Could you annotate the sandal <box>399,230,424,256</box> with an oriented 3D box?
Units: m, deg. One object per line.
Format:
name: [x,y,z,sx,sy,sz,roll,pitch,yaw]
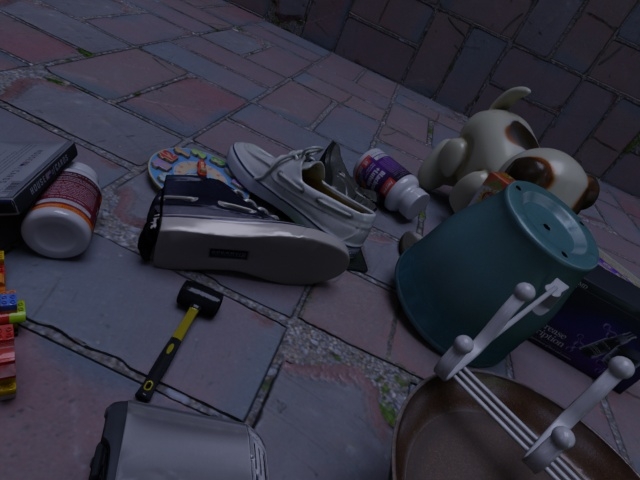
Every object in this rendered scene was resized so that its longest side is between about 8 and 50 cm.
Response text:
sandal: [0.220,0.043,0.943,0.090,0.060,0.219,22,33,-6]

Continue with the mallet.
mallet: [-0.196,0.122,0.582,0.062,0.039,0.189,28,37,1]

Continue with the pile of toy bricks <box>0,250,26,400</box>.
pile of toy bricks: [-0.383,0.064,0.468,0.118,0.105,0.212,-3,42,-37]

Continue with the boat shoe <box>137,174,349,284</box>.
boat shoe: [-0.118,-0.028,0.752,0.341,0.127,0.158,10,43,-22]

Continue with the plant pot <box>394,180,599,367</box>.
plant pot: [0.315,0.045,0.777,0.272,0.255,0.271,17,47,-19]

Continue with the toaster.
toaster: [-0.124,0.248,0.364,0.147,0.129,0.227,14,33,-22]

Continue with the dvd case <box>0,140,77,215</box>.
dvd case: [-0.492,-0.090,0.607,0.239,0.029,0.179,-1,36,-1]

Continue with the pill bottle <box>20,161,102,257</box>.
pill bottle: [-0.375,-0.052,0.655,0.086,0.086,0.152,10,36,-23]

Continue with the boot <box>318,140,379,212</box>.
boot: [0.065,-0.141,1.100,0.161,0.083,0.246,25,38,-13]

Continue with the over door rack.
over door rack: [0.304,0.149,0.479,0.324,0.108,0.239,-11,47,-44]

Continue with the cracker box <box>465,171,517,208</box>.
cracker box: [0.381,-0.012,0.971,0.067,0.232,0.155,-5,44,-40]

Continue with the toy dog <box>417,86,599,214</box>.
toy dog: [0.508,-0.166,1.147,0.285,0.395,0.408,22,23,-22]

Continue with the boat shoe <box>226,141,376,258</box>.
boat shoe: [-0.036,-0.131,0.903,0.367,0.156,0.136,41,28,21]

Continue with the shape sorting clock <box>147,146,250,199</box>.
shape sorting clock: [-0.241,-0.128,0.894,0.206,0.040,0.206,17,34,-12]

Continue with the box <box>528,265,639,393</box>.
box: [0.536,0.155,0.885,0.261,0.184,0.103,30,33,8]

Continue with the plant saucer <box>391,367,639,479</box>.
plant saucer: [0.195,0.255,0.391,0.311,0.050,0.310,17,33,-11]

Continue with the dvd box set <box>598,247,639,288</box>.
dvd box set: [0.735,0.140,1.153,0.421,0.062,0.307,-5,44,-39]

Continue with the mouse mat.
mouse mat: [0.000,0.000,0.908,0.190,0.007,0.152,11,36,-20]

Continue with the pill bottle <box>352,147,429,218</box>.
pill bottle: [0.183,-0.143,1.137,0.108,0.108,0.193,-12,48,-44]
